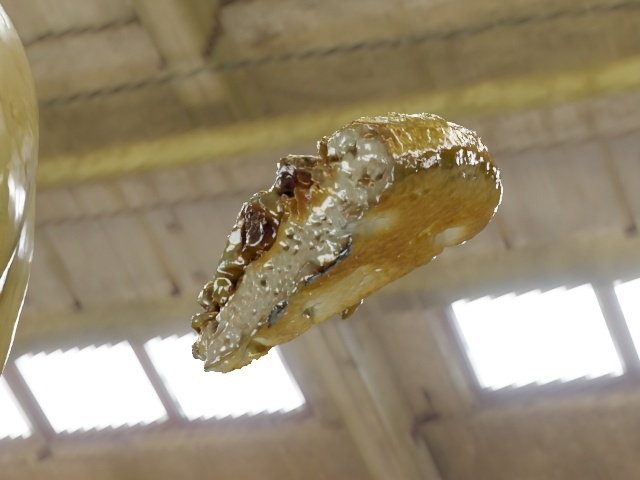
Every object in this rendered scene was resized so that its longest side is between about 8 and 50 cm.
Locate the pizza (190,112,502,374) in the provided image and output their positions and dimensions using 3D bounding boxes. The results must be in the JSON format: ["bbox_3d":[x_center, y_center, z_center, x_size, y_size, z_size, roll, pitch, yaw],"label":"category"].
[{"bbox_3d":[-0.001,-0.001,1.008,0.194,0.069,0.154,-36,164,21],"label":"pizza"}]

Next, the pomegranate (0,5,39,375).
[{"bbox_3d":[-0.242,-0.014,0.565,0.333,0.332,0.332,-17,-147,12],"label":"pomegranate"}]
